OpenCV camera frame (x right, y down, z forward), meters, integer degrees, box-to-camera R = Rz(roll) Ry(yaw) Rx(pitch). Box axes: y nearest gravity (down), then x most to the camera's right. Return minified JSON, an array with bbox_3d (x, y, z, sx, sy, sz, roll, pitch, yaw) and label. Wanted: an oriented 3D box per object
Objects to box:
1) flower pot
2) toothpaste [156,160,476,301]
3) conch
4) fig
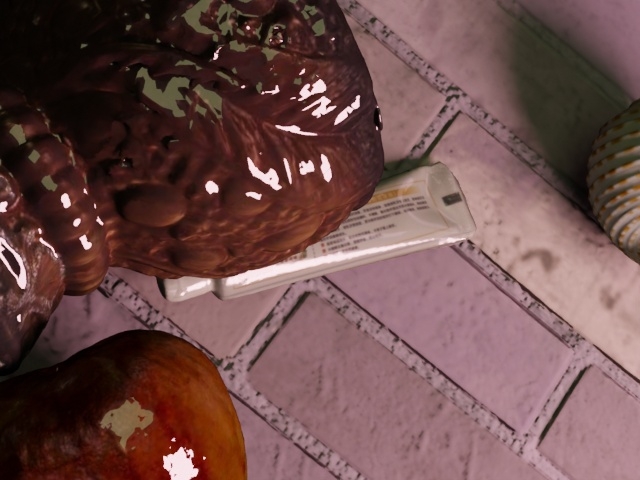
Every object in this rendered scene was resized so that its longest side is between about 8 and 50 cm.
[{"bbox_3d":[-0.141,-0.066,0.839,0.267,0.266,0.266,-33,88,-20],"label":"flower pot"},{"bbox_3d":[0.000,0.000,0.988,0.255,0.037,0.067,-17,76,-26],"label":"toothpaste"},{"bbox_3d":[0.268,-0.042,1.059,0.135,0.102,0.153,-1,109,-31],"label":"conch"},{"bbox_3d":[-0.101,0.173,0.858,0.170,0.145,0.274,-31,119,5],"label":"fig"}]
